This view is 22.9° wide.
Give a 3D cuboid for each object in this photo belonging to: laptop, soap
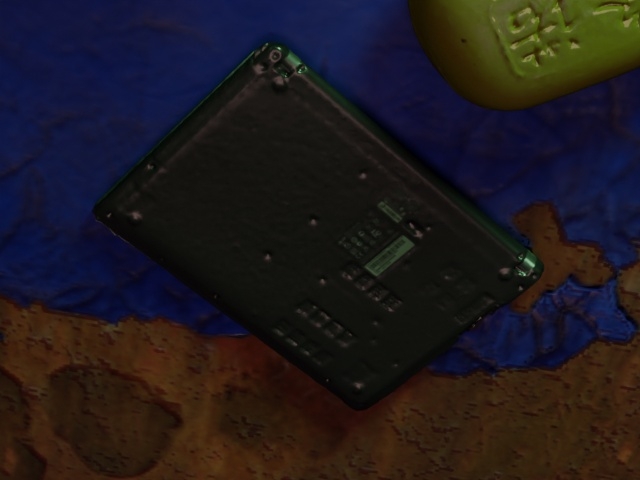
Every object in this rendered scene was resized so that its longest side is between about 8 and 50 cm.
[{"bbox_3d":[0.000,0.000,0.743,0.180,0.016,0.129,38,117,-22],"label":"laptop"},{"bbox_3d":[0.106,-0.103,0.649,0.140,0.045,0.089,-21,119,15],"label":"soap"}]
